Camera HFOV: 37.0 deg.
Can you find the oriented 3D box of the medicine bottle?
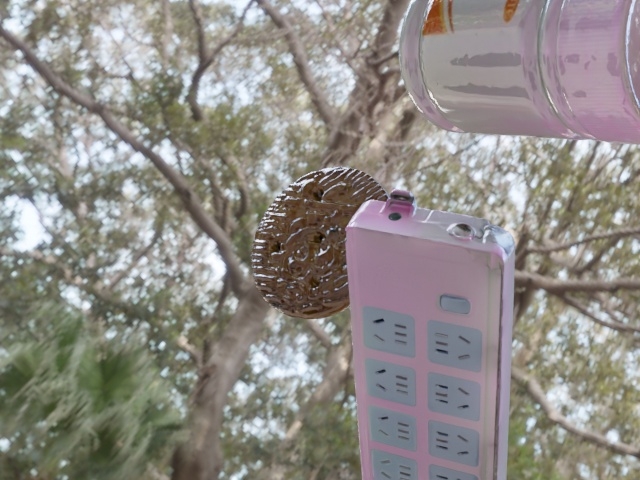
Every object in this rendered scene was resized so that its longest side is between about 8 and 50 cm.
[{"bbox_3d":[0.257,-0.209,1.030,0.316,0.202,0.202,13,-48,53],"label":"medicine bottle"}]

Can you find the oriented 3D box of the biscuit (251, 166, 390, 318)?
[{"bbox_3d":[-0.001,0.000,1.083,0.188,0.188,0.027,-1,-23,33],"label":"biscuit"}]

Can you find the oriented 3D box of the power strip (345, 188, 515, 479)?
[{"bbox_3d":[0.078,0.094,0.677,0.109,0.037,0.279,11,-52,22],"label":"power strip"}]
